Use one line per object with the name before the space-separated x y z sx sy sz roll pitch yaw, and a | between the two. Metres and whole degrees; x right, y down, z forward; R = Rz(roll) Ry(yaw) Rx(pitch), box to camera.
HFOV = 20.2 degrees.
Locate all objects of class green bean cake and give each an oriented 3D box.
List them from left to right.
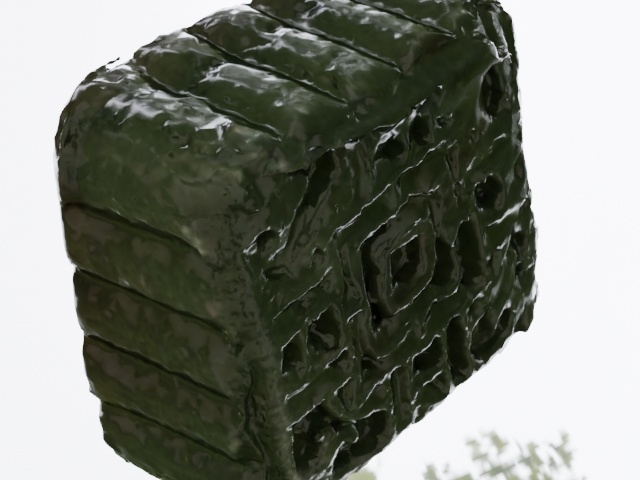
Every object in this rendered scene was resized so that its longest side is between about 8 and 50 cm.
green bean cake | 0.000 0.000 0.683 0.181 0.094 0.173 -33 -49 -35
